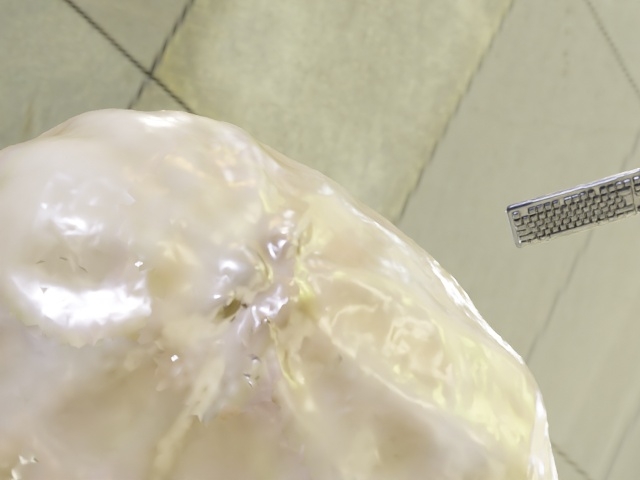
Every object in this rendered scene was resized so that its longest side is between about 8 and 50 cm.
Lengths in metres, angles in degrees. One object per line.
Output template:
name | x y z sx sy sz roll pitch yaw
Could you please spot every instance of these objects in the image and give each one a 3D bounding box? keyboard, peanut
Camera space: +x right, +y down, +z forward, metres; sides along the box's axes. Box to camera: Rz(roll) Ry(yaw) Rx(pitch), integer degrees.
keyboard | 0.229 -0.032 1.197 0.155 0.010 0.053 -17 136 6
peanut | 0.011 0.106 0.542 0.387 0.192 0.169 51 39 -29
